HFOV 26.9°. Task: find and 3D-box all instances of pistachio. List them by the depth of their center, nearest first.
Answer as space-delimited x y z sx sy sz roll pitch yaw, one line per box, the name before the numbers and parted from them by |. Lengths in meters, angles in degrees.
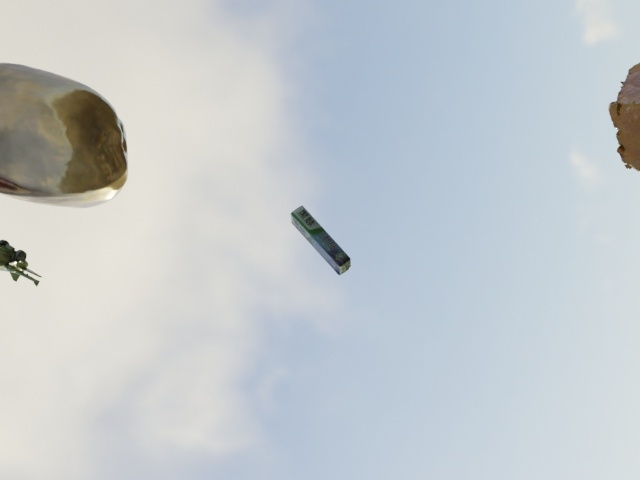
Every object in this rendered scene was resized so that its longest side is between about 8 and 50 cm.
pistachio | -0.389 -0.136 1.805 0.187 0.299 0.187 13 -90 -71

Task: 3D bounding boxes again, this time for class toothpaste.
toothpaste | 0.000 0.000 1.379 0.017 0.083 0.020 -34 -26 -17

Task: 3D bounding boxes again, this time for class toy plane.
toy plane | -0.367 0.019 1.525 0.040 0.102 0.111 -62 -31 -5

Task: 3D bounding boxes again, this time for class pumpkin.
pumpkin | 0.292 -0.109 1.172 0.083 0.054 0.074 -55 -50 -44
